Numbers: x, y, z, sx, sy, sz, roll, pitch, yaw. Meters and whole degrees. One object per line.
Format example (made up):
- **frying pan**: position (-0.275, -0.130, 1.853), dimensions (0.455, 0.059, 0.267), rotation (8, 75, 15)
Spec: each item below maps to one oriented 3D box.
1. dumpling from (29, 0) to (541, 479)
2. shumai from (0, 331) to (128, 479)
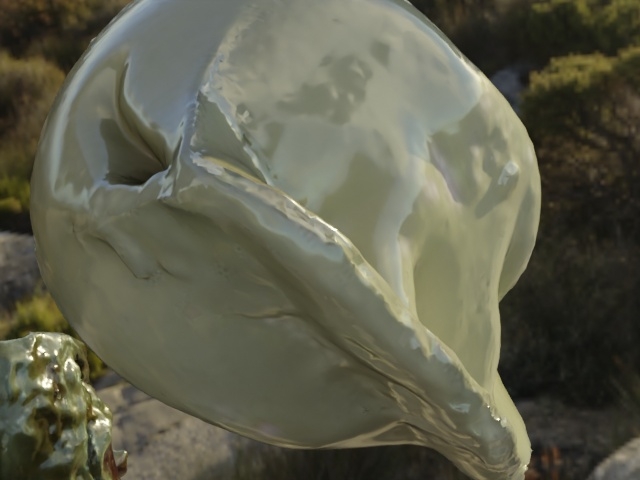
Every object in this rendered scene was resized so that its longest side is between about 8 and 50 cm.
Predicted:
- **dumpling**: position (0.000, 0.000, 0.650), dimensions (0.233, 0.315, 0.395), rotation (-37, 21, 4)
- **shumai**: position (-0.316, 0.279, 1.305), dimensions (0.292, 0.330, 0.288), rotation (-11, 62, -29)
